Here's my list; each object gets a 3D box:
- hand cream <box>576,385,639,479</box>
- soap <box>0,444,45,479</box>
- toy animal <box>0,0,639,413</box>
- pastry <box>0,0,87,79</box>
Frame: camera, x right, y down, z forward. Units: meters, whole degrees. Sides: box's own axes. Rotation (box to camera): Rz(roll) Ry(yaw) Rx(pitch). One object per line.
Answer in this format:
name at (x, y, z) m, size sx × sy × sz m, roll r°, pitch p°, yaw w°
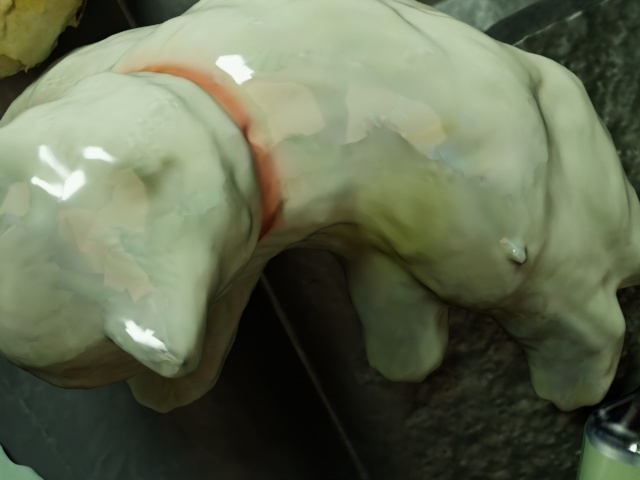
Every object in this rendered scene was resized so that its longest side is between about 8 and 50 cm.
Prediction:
hand cream at (0.155, 0.184, 0.532) m, size 0.086 × 0.055 × 0.235 m, roll 4°, pitch 106°, yaw 6°
soap at (-0.220, 0.244, 0.542) m, size 0.160 × 0.087 × 0.265 m, roll 42°, pitch 99°, yaw -3°
toy animal at (0.000, 0.000, 0.451) m, size 0.308 × 0.188 × 0.266 m, roll 43°, pitch 90°, yaw 0°
pastry at (-0.173, -0.143, 0.482) m, size 0.153 × 0.081 × 0.153 m, roll 0°, pitch 95°, yaw 1°
